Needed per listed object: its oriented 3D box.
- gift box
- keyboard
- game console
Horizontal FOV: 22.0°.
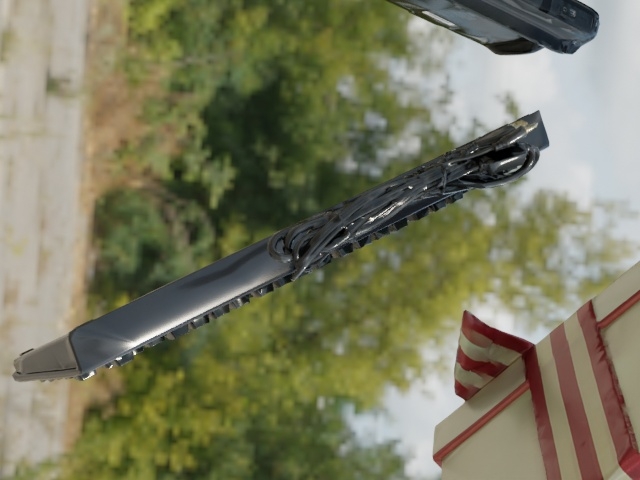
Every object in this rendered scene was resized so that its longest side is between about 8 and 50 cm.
[{"bbox_3d":[0.213,0.136,0.939,0.276,0.255,0.258,50,16,-11],"label":"gift box"},{"bbox_3d":[0.000,0.000,0.880,0.033,0.317,0.201,64,-29,-1],"label":"keyboard"},{"bbox_3d":[0.049,-0.193,1.149,0.213,0.361,0.044,7,-97,44],"label":"game console"}]
